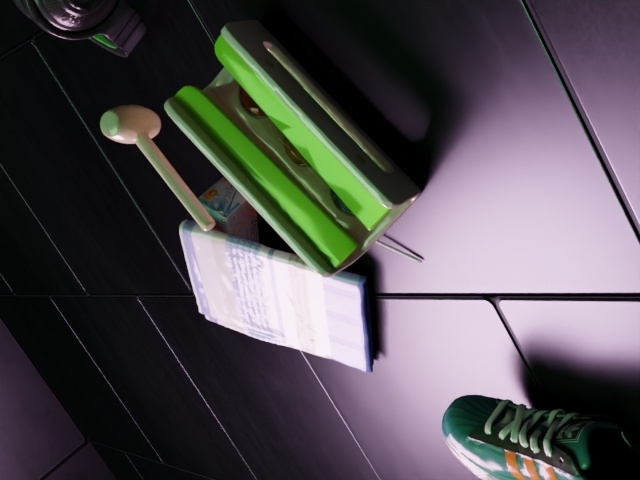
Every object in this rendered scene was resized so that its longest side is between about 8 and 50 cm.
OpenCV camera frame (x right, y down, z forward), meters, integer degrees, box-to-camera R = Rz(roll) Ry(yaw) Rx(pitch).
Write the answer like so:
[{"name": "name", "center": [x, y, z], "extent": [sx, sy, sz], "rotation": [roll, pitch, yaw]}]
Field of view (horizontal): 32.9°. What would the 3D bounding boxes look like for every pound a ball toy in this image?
[{"name": "pound a ball toy", "center": [-0.067, -0.098, 1.233], "extent": [0.319, 0.135, 0.208], "rotation": [46, 116, 8]}]

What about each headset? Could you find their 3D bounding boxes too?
[{"name": "headset", "center": [-0.331, -0.363, 1.293], "extent": [0.243, 0.185, 0.394], "rotation": [35, 177, 18]}]

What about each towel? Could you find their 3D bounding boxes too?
[{"name": "towel", "center": [-0.058, 0.076, 1.492], "extent": [0.285, 0.034, 0.209], "rotation": [16, 142, 22]}]

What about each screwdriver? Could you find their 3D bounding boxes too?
[{"name": "screwdriver", "center": [0.054, -0.007, 1.323], "extent": [0.170, 0.024, 0.025], "rotation": [25, 171, 36]}]

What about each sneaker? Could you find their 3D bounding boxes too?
[{"name": "sneaker", "center": [0.270, 0.230, 1.210], "extent": [0.302, 0.108, 0.121], "rotation": [21, 140, 30]}]

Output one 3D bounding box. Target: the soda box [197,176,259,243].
[{"name": "soda box", "center": [-0.128, -0.003, 1.543], "extent": [0.058, 0.063, 0.183], "rotation": [31, 147, 26]}]

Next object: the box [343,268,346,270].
[{"name": "box", "center": [0.000, 0.000, 1.410], "extent": [0.067, 0.018, 0.083], "rotation": [31, 147, 32]}]
